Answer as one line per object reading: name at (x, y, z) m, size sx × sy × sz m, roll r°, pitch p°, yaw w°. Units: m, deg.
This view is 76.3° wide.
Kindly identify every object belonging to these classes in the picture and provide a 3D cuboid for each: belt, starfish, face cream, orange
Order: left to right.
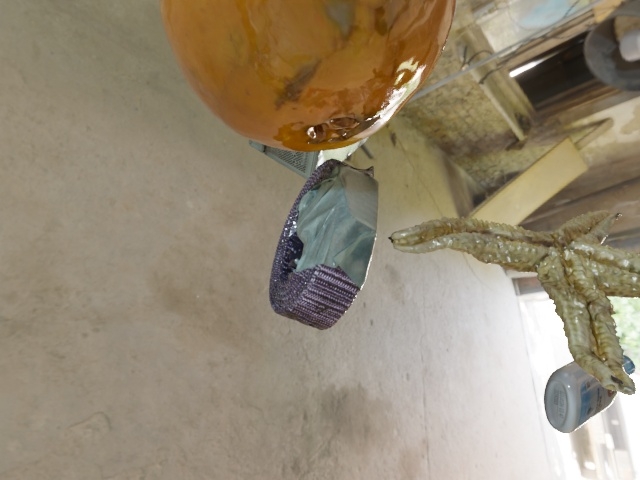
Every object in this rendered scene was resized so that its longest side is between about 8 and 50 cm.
orange at (-0.011, -0.251, 0.448) m, size 0.312 × 0.312 × 0.312 m, roll 21°, pitch 61°, yaw -43°
belt at (0.000, 0.000, 0.751) m, size 0.122 × 0.260 × 0.325 m, roll 25°, pitch 48°, yaw -19°
starfish at (0.350, 0.061, 0.569) m, size 0.432 × 0.082 × 0.324 m, roll -5°, pitch 42°, yaw -20°
face cream at (0.700, 0.366, 1.046) m, size 0.337 × 0.080 × 0.163 m, roll -8°, pitch 100°, yaw -31°

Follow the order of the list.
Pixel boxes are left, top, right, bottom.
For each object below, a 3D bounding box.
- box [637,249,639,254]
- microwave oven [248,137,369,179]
box at (0.815, -0.079, 0.883) m, size 0.274 × 0.076 × 0.174 m, roll -58°, pitch 155°, yaw -2°
microwave oven at (0.002, -0.428, 1.048) m, size 0.236 × 0.432 × 0.374 m, roll 33°, pitch 51°, yaw 18°
